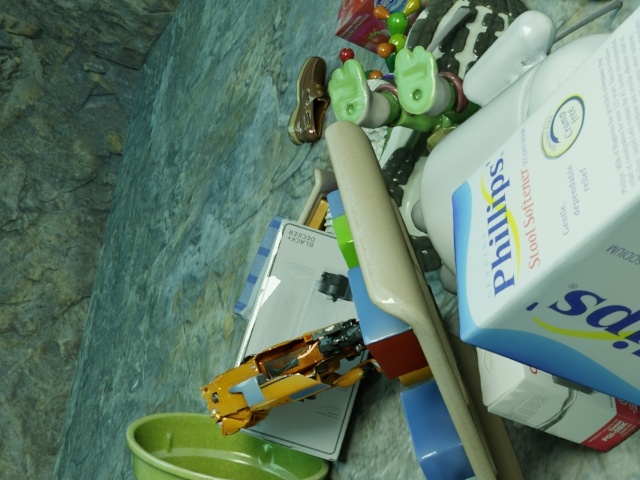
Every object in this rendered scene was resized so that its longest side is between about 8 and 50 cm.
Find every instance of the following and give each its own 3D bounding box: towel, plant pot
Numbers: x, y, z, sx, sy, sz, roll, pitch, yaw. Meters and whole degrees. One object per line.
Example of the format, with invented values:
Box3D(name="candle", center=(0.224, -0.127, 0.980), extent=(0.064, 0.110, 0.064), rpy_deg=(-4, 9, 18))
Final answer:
Box3D(name="towel", center=(-0.072, 0.062, 1.905), extent=(0.209, 0.034, 0.285), rpy_deg=(-68, 21, 0))
Box3D(name="plant pot", center=(-0.146, 0.398, 1.505), extent=(0.276, 0.276, 0.253), rpy_deg=(-151, 70, -69))

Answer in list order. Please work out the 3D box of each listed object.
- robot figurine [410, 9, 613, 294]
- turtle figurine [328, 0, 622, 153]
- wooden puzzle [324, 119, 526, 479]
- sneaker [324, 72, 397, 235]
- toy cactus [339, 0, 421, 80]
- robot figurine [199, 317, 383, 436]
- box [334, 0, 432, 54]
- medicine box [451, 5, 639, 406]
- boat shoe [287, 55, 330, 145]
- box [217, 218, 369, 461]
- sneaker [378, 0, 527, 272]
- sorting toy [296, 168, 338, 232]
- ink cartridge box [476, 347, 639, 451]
Box3D(name="robot figurine", center=(0.230, -0.062, 1.037), extent=(0.353, 0.200, 0.299), rpy_deg=(-37, 77, 54))
Box3D(name="turtle figurine", center=(0.148, -0.193, 1.240), extent=(0.198, 0.266, 0.274), rpy_deg=(35, 111, 35))
Box3D(name="wooden puzzle", center=(0.090, 0.094, 1.069), extent=(0.081, 0.347, 0.322), rpy_deg=(-25, 34, 8))
Box3D(name="sneaker", center=(0.095, -0.103, 1.573), extent=(0.146, 0.102, 0.293), rpy_deg=(-39, -34, -54))
Box3D(name="toy cactus", center=(0.101, -0.250, 1.621), extent=(0.219, 0.112, 0.180), rpy_deg=(-41, -41, -42))
Box3D(name="robot figurine", center=(0.011, 0.146, 1.341), extent=(0.211, 0.291, 0.085), rpy_deg=(20, -132, -79))
Box3D(name="box", center=(0.138, -0.401, 1.691), extent=(0.257, 0.123, 0.128), rpy_deg=(-36, 37, 55))
Box3D(name="medicine box", center=(0.281, -0.014, 0.780), extent=(0.289, 0.264, 0.149), rpy_deg=(-49, 29, 43))
Box3D(name="boat shoe", center=(-0.010, -0.257, 2.025), extent=(0.060, 0.064, 0.177), rpy_deg=(-3, 66, 34))
Box3D(name="box", center=(-0.019, 0.136, 1.493), extent=(0.087, 0.169, 0.289), rpy_deg=(120, 166, -80))
Box3D(name="sneaker", center=(0.146, -0.146, 1.438), extent=(0.182, 0.158, 0.410), rpy_deg=(127, 165, -79))
Box3D(name="sorting toy", center=(0.000, 0.000, 1.657), extent=(0.208, 0.038, 0.193), rpy_deg=(-69, -20, 7))
Box3D(name="ink cartridge box", center=(0.214, 0.120, 0.998), extent=(0.056, 0.135, 0.099), rpy_deg=(-50, 28, 39))
